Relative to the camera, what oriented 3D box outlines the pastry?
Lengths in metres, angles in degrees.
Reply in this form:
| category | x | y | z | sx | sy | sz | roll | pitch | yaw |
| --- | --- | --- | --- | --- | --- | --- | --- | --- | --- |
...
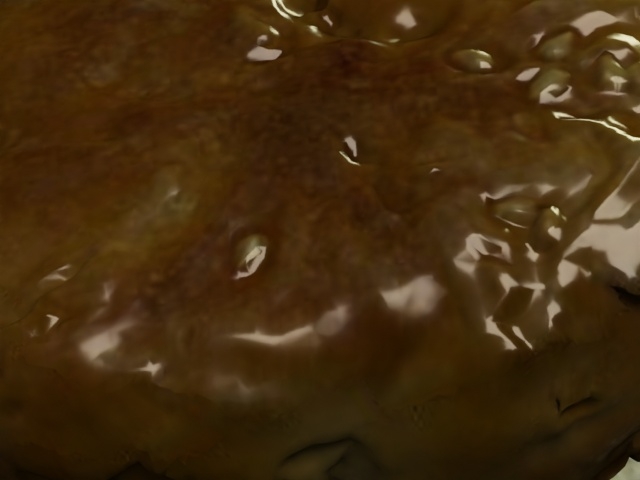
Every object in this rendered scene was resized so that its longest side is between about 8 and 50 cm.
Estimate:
| category | x | y | z | sx | sy | sz | roll | pitch | yaw |
| --- | --- | --- | --- | --- | --- | --- | --- | --- | --- |
| pastry | 0.000 | 0.000 | 0.703 | 0.311 | 0.162 | 0.255 | -7 | 46 | 9 |
